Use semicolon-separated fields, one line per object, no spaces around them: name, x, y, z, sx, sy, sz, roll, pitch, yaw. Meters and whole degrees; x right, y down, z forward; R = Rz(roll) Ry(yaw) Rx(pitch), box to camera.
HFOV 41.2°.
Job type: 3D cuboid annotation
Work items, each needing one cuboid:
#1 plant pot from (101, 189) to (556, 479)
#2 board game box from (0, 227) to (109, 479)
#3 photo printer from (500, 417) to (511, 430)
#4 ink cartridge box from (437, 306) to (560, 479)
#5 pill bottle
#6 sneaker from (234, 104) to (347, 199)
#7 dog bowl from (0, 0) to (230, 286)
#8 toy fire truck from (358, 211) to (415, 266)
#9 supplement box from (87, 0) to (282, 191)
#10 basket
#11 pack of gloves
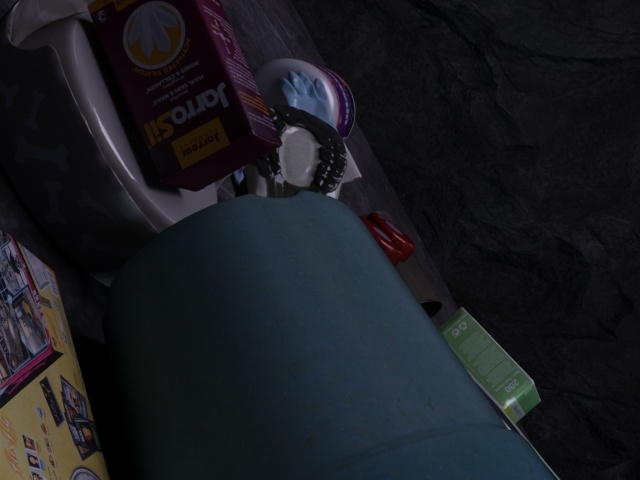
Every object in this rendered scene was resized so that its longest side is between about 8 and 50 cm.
plant pot;-0.010;0.161;0.681;0.341;0.341;0.334;45;16;-55
board game box;-0.195;0.096;0.532;0.165;0.042;0.243;67;-1;-63
photo printer;0.117;0.220;0.991;0.307;0.107;0.256;48;-17;-28
ink cartridge box;0.238;0.196;1.012;0.235;0.056;0.171;48;1;25
pill bottle;-0.034;-0.243;1.602;0.181;0.181;0.323;63;13;-3
sneaker;-0.061;0.028;1.071;0.158;0.182;0.410;19;51;-8
dog bowl;-0.202;-0.102;0.863;0.349;0.102;0.349;57;15;-25
toy fire truck;0.000;0.000;1.402;0.254;0.169;0.302;39;12;9
supplement box;-0.126;-0.153;0.799;0.188;0.104;0.081;66;14;9
basket;0.134;0.066;1.768;0.227;0.154;0.204;65;12;21
pack of gloves;-0.062;-0.181;1.354;0.046;0.195;0.232;100;-28;-63
